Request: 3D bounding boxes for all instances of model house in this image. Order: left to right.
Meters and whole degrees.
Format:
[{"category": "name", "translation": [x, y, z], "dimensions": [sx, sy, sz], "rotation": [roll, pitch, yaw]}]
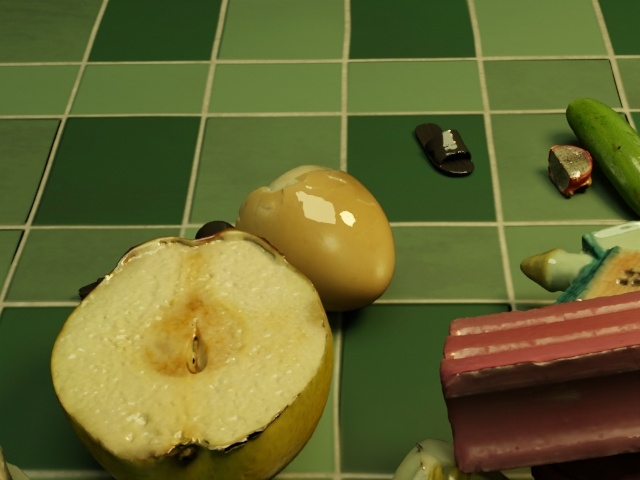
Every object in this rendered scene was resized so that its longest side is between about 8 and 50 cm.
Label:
[{"category": "model house", "translation": [0.420, 0.090, 1.631], "dimensions": [0.325, 0.194, 0.267], "rotation": [12, 42, 38]}]

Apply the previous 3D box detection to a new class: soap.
[{"category": "soap", "translation": [0.319, 0.137, 1.319], "dimensions": [0.360, 0.128, 0.233], "rotation": [-10, 10, 12]}]

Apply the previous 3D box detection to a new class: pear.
[{"category": "pear", "translation": [-0.149, 0.179, 1.507], "dimensions": [0.341, 0.191, 0.386], "rotation": [-4, 40, 4]}]

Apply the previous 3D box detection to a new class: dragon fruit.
[{"category": "dragon fruit", "translation": [0.407, -0.113, 1.944], "dimensions": [0.060, 0.056, 0.083], "rotation": [-16, 46, -14]}]

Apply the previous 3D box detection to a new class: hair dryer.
[{"category": "hair dryer", "translation": [-0.235, 0.046, 1.788], "dimensions": [0.248, 0.070, 0.114], "rotation": [-12, 41, 1]}]

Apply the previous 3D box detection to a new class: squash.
[{"category": "squash", "translation": [0.480, -0.135, 1.922], "dimensions": [0.082, 0.082, 0.292], "rotation": [-15, 50, -15]}]

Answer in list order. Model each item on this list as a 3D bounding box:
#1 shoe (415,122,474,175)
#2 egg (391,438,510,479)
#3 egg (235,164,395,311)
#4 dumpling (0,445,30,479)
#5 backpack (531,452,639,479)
[{"category": "shoe", "translation": [0.205, -0.167, 2.024], "dimensions": [0.062, 0.053, 0.159], "rotation": [-12, 38, -17]}, {"category": "egg", "translation": [0.162, 0.347, 1.316], "dimensions": [0.271, 0.161, 0.206], "rotation": [37, 10, -8]}, {"category": "egg", "translation": [0.000, 0.000, 1.716], "dimensions": [0.201, 0.201, 0.244], "rotation": [-32, 60, -31]}, {"category": "dumpling", "translation": [-0.429, 0.292, 1.456], "dimensions": [0.247, 0.142, 0.172], "rotation": [20, 9, 34]}, {"category": "backpack", "translation": [0.388, 0.287, 1.351], "dimensions": [0.283, 0.197, 0.317], "rotation": [-17, 20, -29]}]
